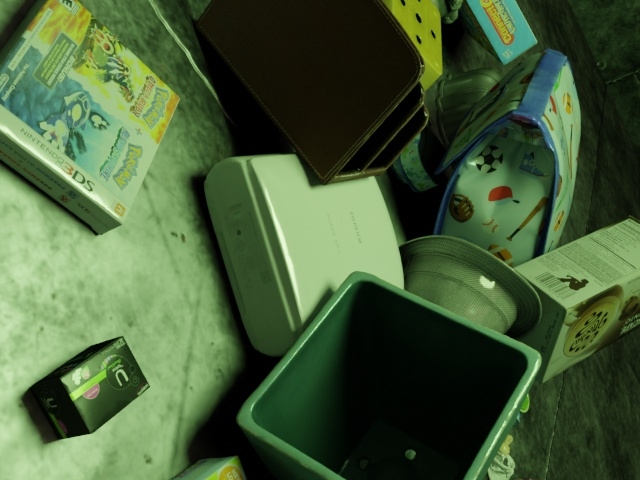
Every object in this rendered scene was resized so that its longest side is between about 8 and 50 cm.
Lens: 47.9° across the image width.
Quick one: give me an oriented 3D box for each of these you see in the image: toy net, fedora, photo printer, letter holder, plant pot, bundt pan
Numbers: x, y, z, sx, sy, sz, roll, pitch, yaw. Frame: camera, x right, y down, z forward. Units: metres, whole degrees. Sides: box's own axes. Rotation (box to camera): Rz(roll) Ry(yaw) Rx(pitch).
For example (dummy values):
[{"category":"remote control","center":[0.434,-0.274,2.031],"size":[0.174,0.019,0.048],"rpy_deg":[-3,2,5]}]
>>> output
[{"category":"toy net","center":[0.342,0.353,1.354],"size":[0.122,0.045,0.232],"rpy_deg":[45,43,-33]},{"category":"fedora","center":[0.195,0.117,1.117],"size":[0.244,0.275,0.124],"rpy_deg":[37,69,-6]},{"category":"photo printer","center":[0.000,0.000,1.001],"size":[0.308,0.107,0.255],"rpy_deg":[-13,86,-54]},{"category":"letter holder","center":[0.017,-0.261,0.959],"size":[0.301,0.214,0.152],"rpy_deg":[52,32,15]},{"category":"plant pot","center":[0.085,-0.327,1.192],"size":[0.212,0.187,0.212],"rpy_deg":[32,52,-43]},{"category":"plant pot","center":[0.084,0.239,0.863],"size":[0.248,0.247,0.252],"rpy_deg":[-49,150,-31]},{"category":"bundt pan","center":[0.398,-0.243,1.627],"size":[0.331,0.124,0.330],"rpy_deg":[27,53,-44]}]

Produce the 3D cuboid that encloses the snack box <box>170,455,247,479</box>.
[{"category":"snack box","center":[-0.122,0.349,0.717],"size":[0.174,0.070,0.207],"rpy_deg":[-22,94,-54]}]

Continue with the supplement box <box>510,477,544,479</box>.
[{"category":"supplement box","center":[0.391,0.475,1.358],"size":[0.083,0.055,0.043],"rpy_deg":[25,54,-46]}]

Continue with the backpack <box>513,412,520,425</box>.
[{"category":"backpack","center":[0.277,0.230,1.263],"size":[0.158,0.117,0.173],"rpy_deg":[50,38,-29]}]

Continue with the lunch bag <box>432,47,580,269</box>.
[{"category":"lunch bag","center":[0.340,-0.119,1.294],"size":[0.328,0.239,0.385],"rpy_deg":[-54,157,-49]}]

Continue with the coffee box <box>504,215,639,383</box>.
[{"category":"coffee box","center":[0.447,0.092,1.206],"size":[0.297,0.119,0.168],"rpy_deg":[-19,133,-28]}]

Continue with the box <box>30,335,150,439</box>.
[{"category":"box","center":[-0.220,0.141,0.694],"size":[0.083,0.052,0.062],"rpy_deg":[-39,106,-54]}]

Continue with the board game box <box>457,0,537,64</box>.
[{"category":"board game box","center":[0.327,-0.573,1.600],"size":[0.308,0.086,0.302],"rpy_deg":[50,14,-27]}]

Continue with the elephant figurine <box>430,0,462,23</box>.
[{"category":"elephant figurine","center":[0.167,-0.444,1.399],"size":[0.186,0.169,0.239],"rpy_deg":[41,55,6]}]

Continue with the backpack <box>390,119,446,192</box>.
[{"category":"backpack","center":[0.178,-0.147,1.322],"size":[0.105,0.084,0.114],"rpy_deg":[50,37,-31]}]

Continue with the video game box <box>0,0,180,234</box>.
[{"category":"video game box","center":[-0.258,-0.140,0.773],"size":[0.187,0.048,0.205],"rpy_deg":[45,44,-36]}]

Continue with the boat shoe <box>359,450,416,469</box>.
[{"category":"boat shoe","center":[0.088,0.379,0.957],"size":[0.116,0.099,0.319],"rpy_deg":[55,39,-22]}]
